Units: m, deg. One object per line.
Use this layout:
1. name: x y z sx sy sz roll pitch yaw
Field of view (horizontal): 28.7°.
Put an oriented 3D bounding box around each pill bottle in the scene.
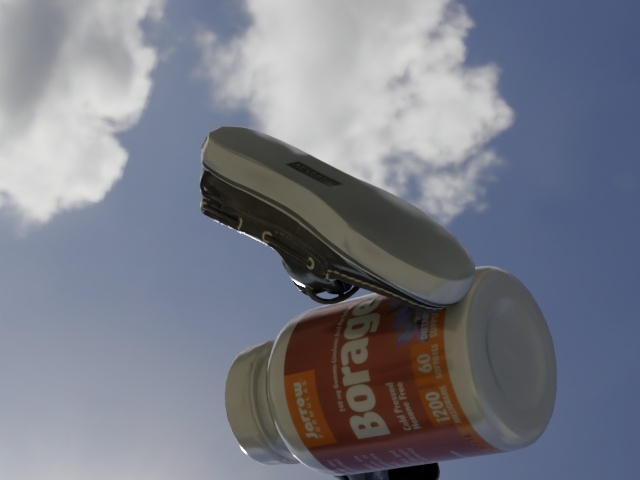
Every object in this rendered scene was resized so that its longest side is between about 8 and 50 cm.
1. pill bottle: 0.042 0.097 0.859 0.216 0.121 0.121 -17 -116 36

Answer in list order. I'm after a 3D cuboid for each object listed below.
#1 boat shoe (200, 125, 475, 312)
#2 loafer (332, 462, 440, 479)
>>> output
1. boat shoe: 0.000 0.000 0.818 0.228 0.080 0.076 29 -63 31
2. loafer: 0.072 0.222 1.195 0.084 0.267 0.096 7 -117 28
